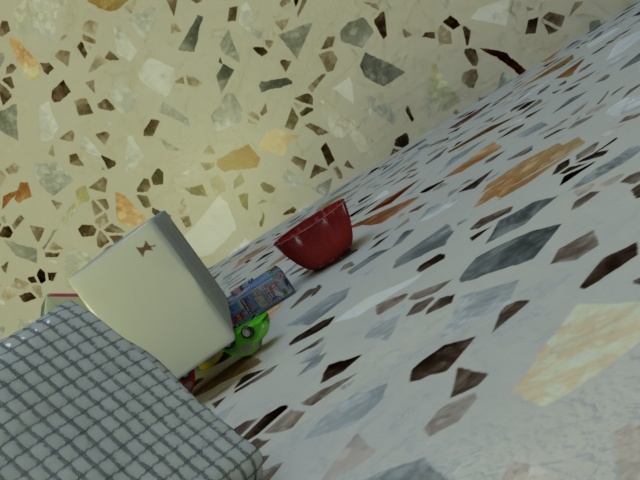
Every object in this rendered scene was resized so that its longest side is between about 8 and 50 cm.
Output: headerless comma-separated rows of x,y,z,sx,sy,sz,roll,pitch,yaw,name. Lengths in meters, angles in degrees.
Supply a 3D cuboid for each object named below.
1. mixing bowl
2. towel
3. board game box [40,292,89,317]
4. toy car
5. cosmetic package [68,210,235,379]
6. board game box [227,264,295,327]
0.000,0.000,1.838,0.181,0.098,0.181,-32,7,5,mixing bowl
-0.226,0.209,0.822,0.235,0.283,0.121,-34,-27,-51,towel
-0.495,0.175,1.897,0.224,0.097,0.303,2,-11,-20,board game box
-0.171,0.194,1.475,0.225,0.053,0.239,-30,9,22,toy car
-0.283,0.088,1.529,0.161,0.230,0.453,-35,7,-4,cosmetic package
-0.159,0.128,1.827,0.194,0.060,0.194,-33,7,-7,board game box
